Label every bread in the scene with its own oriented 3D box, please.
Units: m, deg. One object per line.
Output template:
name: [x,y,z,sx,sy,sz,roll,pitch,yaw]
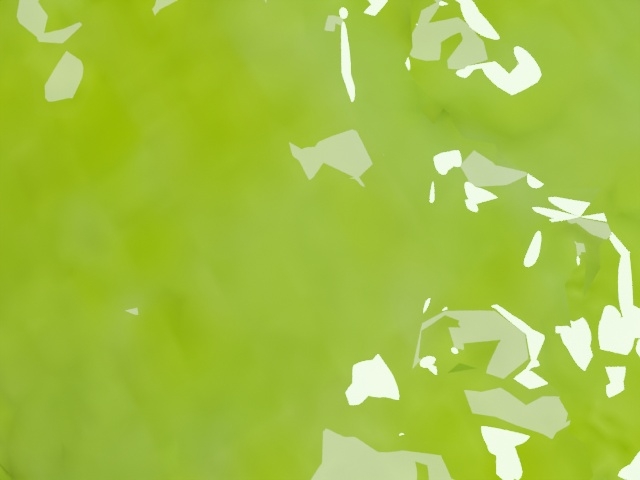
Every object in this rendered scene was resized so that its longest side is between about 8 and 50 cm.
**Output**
bread: [0.000,0.000,0.485,0.348,0.348,0.307,-35,89,20]
